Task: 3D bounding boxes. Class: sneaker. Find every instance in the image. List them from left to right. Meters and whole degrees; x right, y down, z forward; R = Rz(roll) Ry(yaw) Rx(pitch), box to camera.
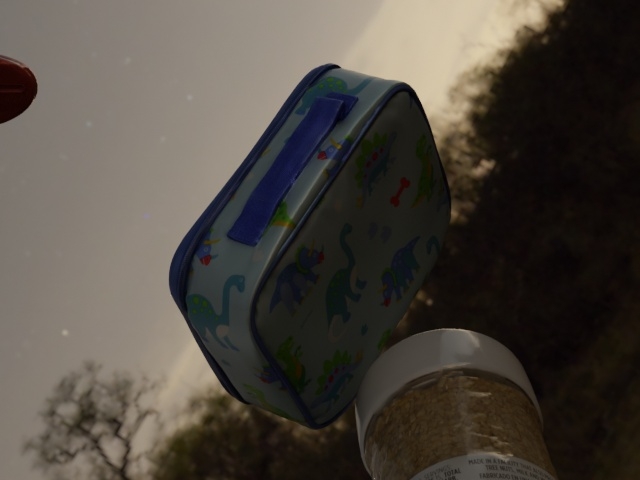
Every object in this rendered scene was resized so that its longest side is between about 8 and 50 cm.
[{"bbox_3d":[-0.373,-0.176,1.301,0.128,0.221,0.087,-62,-31,-56],"label":"sneaker"}]

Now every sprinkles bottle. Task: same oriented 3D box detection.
[{"bbox_3d":[0.095,0.193,0.712,0.355,0.121,0.121,-98,30,-60],"label":"sprinkles bottle"}]

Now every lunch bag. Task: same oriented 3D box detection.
[{"bbox_3d":[0.000,0.000,0.857,0.219,0.090,0.176,-57,-34,-23],"label":"lunch bag"}]
